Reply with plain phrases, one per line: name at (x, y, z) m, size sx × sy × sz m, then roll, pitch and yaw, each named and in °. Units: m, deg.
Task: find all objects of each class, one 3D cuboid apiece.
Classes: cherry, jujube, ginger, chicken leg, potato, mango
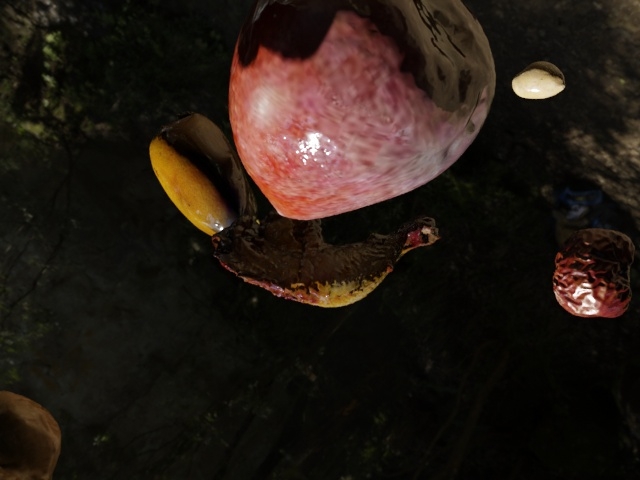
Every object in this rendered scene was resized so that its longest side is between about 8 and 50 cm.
cherry at (0.022, -0.135, 0.471) m, size 0.239 × 0.239 × 0.206 m, roll 20°, pitch -123°, yaw -83°
jujube at (0.731, 0.090, 1.397) m, size 0.212 × 0.232 × 0.213 m, roll 6°, pitch 172°, yaw 1°
ginger at (-0.272, 0.171, 0.350) m, size 0.059 × 0.214 × 0.133 m, roll 87°, pitch -179°, yaw -56°
chicken leg at (-0.001, 0.012, 0.742) m, size 0.322 × 0.177 × 0.083 m, roll 13°, pitch 156°, yaw 18°
potato at (0.650, -0.476, 1.549) m, size 0.147 × 0.112 × 0.112 m, roll 0°, pitch 154°, yaw 36°
mango at (-0.234, -0.130, 1.059) m, size 0.152 × 0.201 × 0.287 m, roll -27°, pitch -107°, yaw -44°
